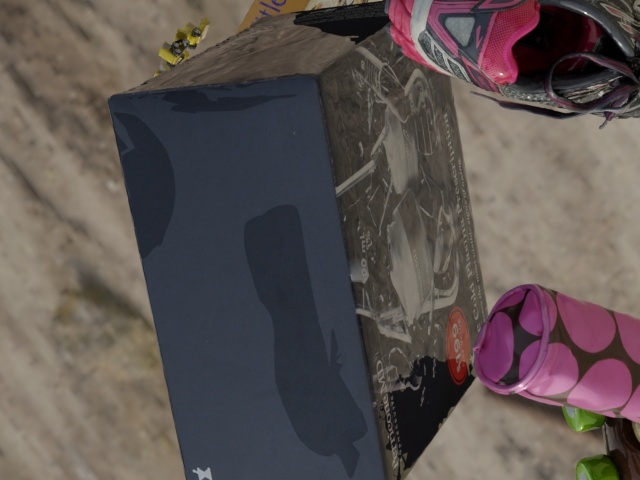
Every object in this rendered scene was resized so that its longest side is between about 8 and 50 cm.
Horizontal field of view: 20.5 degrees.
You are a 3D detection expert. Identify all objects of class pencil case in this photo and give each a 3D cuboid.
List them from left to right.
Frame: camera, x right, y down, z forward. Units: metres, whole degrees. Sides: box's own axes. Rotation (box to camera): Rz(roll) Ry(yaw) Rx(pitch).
[{"bbox_3d":[0.206,0.091,1.287,0.209,0.095,0.098,19,180,-34],"label":"pencil case"}]

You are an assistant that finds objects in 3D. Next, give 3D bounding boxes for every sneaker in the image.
[{"bbox_3d":[0.185,-0.123,1.157,0.112,0.299,0.121,39,122,48],"label":"sneaker"}]

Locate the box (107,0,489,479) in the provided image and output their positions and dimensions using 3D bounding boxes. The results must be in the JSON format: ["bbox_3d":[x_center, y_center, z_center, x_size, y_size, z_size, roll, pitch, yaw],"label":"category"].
[{"bbox_3d":[0.000,0.000,1.466,0.178,0.312,0.343,-4,107,23],"label":"box"}]

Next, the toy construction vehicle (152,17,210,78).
[{"bbox_3d":[-0.165,-0.211,2.001,0.035,0.098,0.086,28,132,4],"label":"toy construction vehicle"}]

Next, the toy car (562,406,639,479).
[{"bbox_3d":[0.340,0.185,1.680,0.188,0.155,0.149,178,80,-77],"label":"toy car"}]

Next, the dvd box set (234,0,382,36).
[{"bbox_3d":[0.024,-0.255,1.924,0.062,0.420,0.307,27,176,20],"label":"dvd box set"}]
